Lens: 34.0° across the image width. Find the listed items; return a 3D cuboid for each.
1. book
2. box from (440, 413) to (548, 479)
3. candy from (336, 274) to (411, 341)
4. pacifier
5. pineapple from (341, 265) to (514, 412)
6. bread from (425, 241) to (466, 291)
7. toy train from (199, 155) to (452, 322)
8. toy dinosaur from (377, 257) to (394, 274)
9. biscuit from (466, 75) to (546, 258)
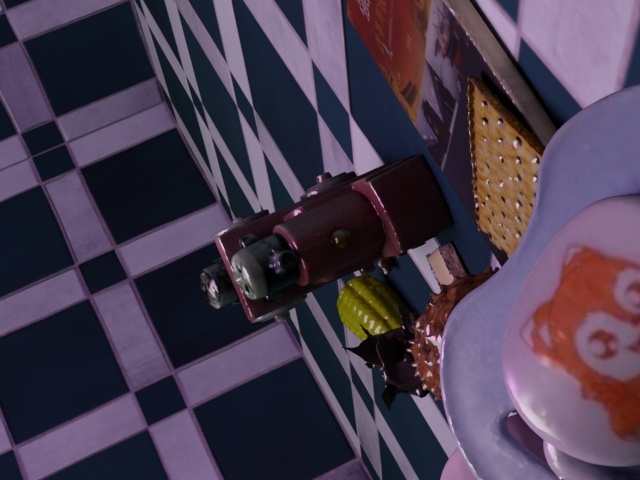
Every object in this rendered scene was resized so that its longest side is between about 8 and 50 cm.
[{"bbox_3d":[0.122,-0.168,1.053,0.374,0.028,0.262,61,170,21],"label":"book"},{"bbox_3d":[0.208,0.300,1.049,0.262,0.291,0.206,-58,27,26],"label":"box"},{"bbox_3d":[0.106,0.137,1.646,0.209,0.097,0.096,45,158,47],"label":"candy"},{"bbox_3d":[0.224,0.054,0.656,0.244,0.299,0.233,34,-162,20],"label":"pacifier"},{"bbox_3d":[0.134,0.131,1.190,0.165,0.165,0.364,65,160,3],"label":"pineapple"},{"bbox_3d":[0.180,0.077,1.311,0.153,0.028,0.068,64,169,9],"label":"bread"},{"bbox_3d":[0.000,0.000,1.308,0.150,0.304,0.221,65,160,-3],"label":"toy train"},{"bbox_3d":[0.058,-0.021,1.675,0.142,0.057,0.212,48,-176,-11],"label":"toy dinosaur"},{"bbox_3d":[0.175,-0.042,0.954,0.144,0.016,0.203,56,166,41],"label":"biscuit"}]
